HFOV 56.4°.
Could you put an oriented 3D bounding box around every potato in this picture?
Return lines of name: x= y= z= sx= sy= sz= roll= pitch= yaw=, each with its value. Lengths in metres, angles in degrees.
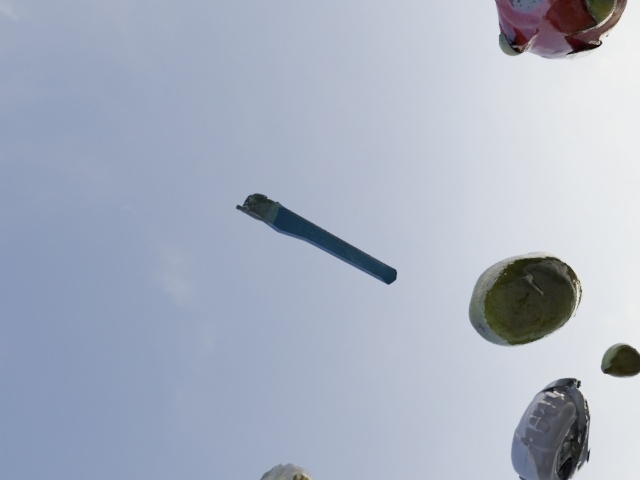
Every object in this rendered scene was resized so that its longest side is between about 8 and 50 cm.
potato: x=0.386 y=0.109 z=1.131 sx=0.248 sy=0.144 sz=0.169 roll=-22 pitch=-124 yaw=-27

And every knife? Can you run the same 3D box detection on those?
knife: x=0.000 y=0.000 z=0.989 sx=0.296 sy=0.026 sz=0.044 roll=29 pitch=-94 yaw=-12

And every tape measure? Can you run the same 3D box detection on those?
tape measure: x=0.454 y=0.392 z=1.178 sx=0.197 sy=0.120 sz=0.236 roll=-27 pitch=-59 yaw=-36

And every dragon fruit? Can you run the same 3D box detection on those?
dragon fruit: x=0.495 y=-0.528 z=1.279 sx=0.189 sy=0.290 sz=0.291 roll=-17 pitch=-84 yaw=-35

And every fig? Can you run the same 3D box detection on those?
fig: x=0.622 y=0.253 z=1.241 sx=0.087 sy=0.074 sz=0.074 roll=-19 pitch=-82 yaw=-9

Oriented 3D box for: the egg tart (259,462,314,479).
egg tart: x=-0.131 y=0.428 z=0.683 sx=0.168 sy=0.388 sz=0.388 roll=25 pitch=-107 yaw=-6
